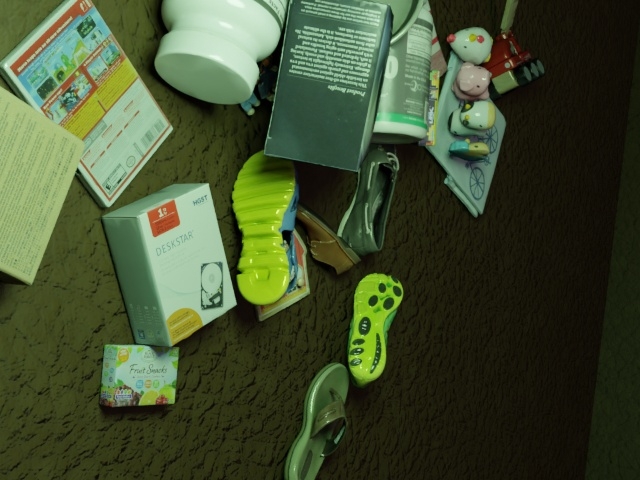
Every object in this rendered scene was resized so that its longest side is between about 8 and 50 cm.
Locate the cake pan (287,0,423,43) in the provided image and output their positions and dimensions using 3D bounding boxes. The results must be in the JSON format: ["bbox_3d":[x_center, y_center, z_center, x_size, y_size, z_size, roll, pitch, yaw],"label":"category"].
[{"bbox_3d":[0.065,-0.515,1.885,0.054,0.293,0.293,111,-18,-88],"label":"cake pan"}]

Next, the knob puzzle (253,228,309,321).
[{"bbox_3d":[-0.081,0.044,1.879,0.213,0.030,0.213,-3,94,-53],"label":"knob puzzle"}]

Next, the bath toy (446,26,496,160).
[{"bbox_3d":[0.374,-0.380,2.347,0.129,0.151,0.348,12,75,-37],"label":"bath toy"}]

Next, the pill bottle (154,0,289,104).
[{"bbox_3d":[-0.154,-0.436,1.609,0.210,0.210,0.363,35,64,-48],"label":"pill bottle"}]

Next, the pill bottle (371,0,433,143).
[{"bbox_3d":[0.138,-0.399,2.011,0.204,0.204,0.361,6,86,-54],"label":"pill bottle"}]

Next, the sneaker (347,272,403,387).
[{"bbox_3d":[0.109,0.198,2.101,0.123,0.109,0.295,108,0,-53],"label":"sneaker"}]

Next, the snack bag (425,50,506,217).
[{"bbox_3d":[0.387,-0.282,2.496,0.342,0.037,0.323,42,58,-42],"label":"snack bag"}]

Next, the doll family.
[{"bbox_3d":[-0.120,-0.331,1.773,0.111,0.076,0.193,58,46,-53],"label":"doll family"}]

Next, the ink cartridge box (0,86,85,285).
[{"bbox_3d":[-0.461,-0.079,1.309,0.193,0.088,0.235,37,63,-46],"label":"ink cartridge box"}]

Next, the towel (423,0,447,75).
[{"bbox_3d":[0.215,-0.518,2.253,0.237,0.037,0.329,-47,127,-43],"label":"towel"}]

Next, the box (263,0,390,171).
[{"bbox_3d":[0.024,-0.295,1.718,0.296,0.182,0.294,-60,162,-78],"label":"box"}]

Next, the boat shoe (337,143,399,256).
[{"bbox_3d":[0.133,-0.114,2.106,0.112,0.095,0.335,40,60,-47],"label":"boat shoe"}]

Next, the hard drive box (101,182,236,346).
[{"bbox_3d":[-0.254,0.038,1.594,0.181,0.089,0.232,-33,117,-49],"label":"hard drive box"}]

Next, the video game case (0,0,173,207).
[{"bbox_3d":[-0.364,-0.223,1.487,0.204,0.025,0.285,-58,135,-34],"label":"video game case"}]

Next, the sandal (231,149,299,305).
[{"bbox_3d":[-0.097,-0.021,1.785,0.138,0.126,0.317,49,44,-70],"label":"sandal"}]

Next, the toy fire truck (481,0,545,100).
[{"bbox_3d":[0.522,-0.545,2.597,0.217,0.158,0.246,-33,97,-57],"label":"toy fire truck"}]

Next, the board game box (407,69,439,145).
[{"bbox_3d":[0.215,-0.305,2.144,0.048,0.141,0.170,-1,97,-23],"label":"board game box"}]

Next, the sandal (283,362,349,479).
[{"bbox_3d":[0.012,0.402,1.965,0.120,0.086,0.303,53,46,-42],"label":"sandal"}]

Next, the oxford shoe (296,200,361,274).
[{"bbox_3d":[0.000,0.000,1.960,0.076,0.076,0.212,-40,121,4],"label":"oxford shoe"}]

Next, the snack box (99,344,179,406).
[{"bbox_3d":[-0.304,0.227,1.575,0.141,0.037,0.100,9,83,-53],"label":"snack box"}]
